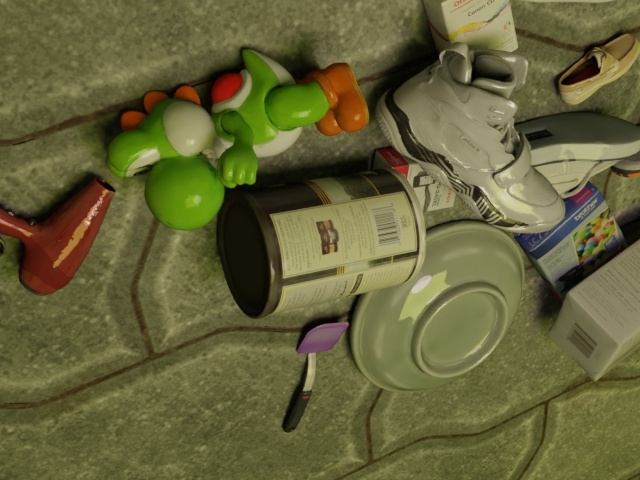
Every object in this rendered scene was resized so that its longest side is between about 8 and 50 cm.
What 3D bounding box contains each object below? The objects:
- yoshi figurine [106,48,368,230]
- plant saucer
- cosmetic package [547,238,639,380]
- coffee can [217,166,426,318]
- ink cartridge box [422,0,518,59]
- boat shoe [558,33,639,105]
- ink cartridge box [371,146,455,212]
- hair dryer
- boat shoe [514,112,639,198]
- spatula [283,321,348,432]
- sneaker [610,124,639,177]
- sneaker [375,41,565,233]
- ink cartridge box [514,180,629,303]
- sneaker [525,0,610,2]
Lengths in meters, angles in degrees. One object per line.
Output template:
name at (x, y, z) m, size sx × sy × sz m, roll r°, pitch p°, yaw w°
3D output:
yoshi figurine at (-0.114, -0.124, 1.356) m, size 0.362 × 0.203 × 0.203 m, roll -20°, pitch 139°, yaw -15°
plant saucer at (0.253, 0.156, 1.857) m, size 0.400 × 0.100 × 0.400 m, roll -14°, pitch 125°, yaw -21°
cosmetic package at (0.691, 0.104, 2.016) m, size 0.385 × 0.156 × 0.217 m, roll -34°, pitch 156°, yaw -18°
coffee can at (0.000, 0.000, 1.517) m, size 0.275 × 0.201 × 0.201 m, roll -11°, pitch 129°, yaw -26°
ink cartridge box at (0.228, -0.360, 1.473) m, size 0.115 × 0.067 × 0.198 m, roll -32°, pitch 136°, yaw -6°
boat shoe at (0.494, -0.311, 1.688) m, size 0.170 × 0.063 × 0.059 m, roll -41°, pitch 142°, yaw 3°
ink cartridge box at (0.164, -0.106, 1.637) m, size 0.150 × 0.063 × 0.109 m, roll -11°, pitch 129°, yaw -25°
hair dryer at (-0.421, -0.009, 1.323) m, size 0.293 × 0.080 × 0.223 m, roll -22°, pitch 133°, yaw -17°
boat shoe at (0.418, -0.127, 1.736) m, size 0.367 × 0.136 × 0.156 m, roll -13°, pitch 130°, yaw -21°
spatula at (-0.025, 0.267, 1.836) m, size 0.084 × 0.030 × 0.296 m, roll -2°, pitch 125°, yaw -31°
sneaker at (0.712, -0.151, 1.914) m, size 0.321 × 0.124 × 0.180 m, roll -20°, pitch 132°, yaw -18°
sneaker at (0.281, -0.158, 1.489) m, size 0.366 × 0.137 × 0.210 m, roll 34°, pitch 140°, yaw -13°
ink cartridge box at (0.518, -0.003, 1.955) m, size 0.186 × 0.065 × 0.311 m, roll -42°, pitch 134°, yaw 2°
sneaker at (0.404, -0.456, 1.497) m, size 0.256 × 0.094 × 0.151 m, roll -13°, pitch 116°, yaw -37°
